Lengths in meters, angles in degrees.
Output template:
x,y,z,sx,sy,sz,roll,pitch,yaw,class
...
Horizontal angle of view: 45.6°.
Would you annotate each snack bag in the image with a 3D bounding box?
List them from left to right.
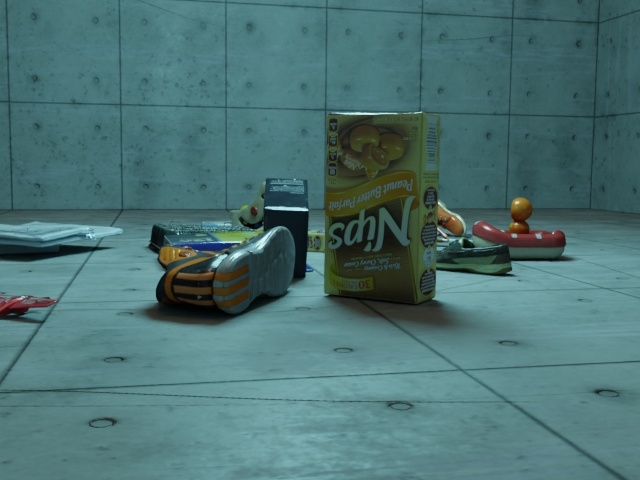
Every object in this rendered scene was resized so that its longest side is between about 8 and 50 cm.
x,y,z,sx,sy,sz,roll,pitch,yaw,class
-0.720,-0.025,1.950,0.322,0.037,0.342,3,7,22,snack bag

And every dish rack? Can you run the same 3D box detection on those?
x,y,z,sx,sy,sz,roll,pitch,yaw,class
-0.311,-0.010,2.040,0.271,0.074,0.208,0,7,-22,dish rack

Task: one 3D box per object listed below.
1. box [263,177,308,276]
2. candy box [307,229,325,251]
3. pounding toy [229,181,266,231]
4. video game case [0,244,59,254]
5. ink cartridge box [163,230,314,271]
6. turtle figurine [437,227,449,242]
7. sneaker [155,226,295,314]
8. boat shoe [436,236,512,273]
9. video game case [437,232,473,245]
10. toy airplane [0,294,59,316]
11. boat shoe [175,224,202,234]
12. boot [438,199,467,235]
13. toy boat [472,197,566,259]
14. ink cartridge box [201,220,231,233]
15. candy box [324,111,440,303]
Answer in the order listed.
x,y,z,sx,sy,sz,roll,pitch,yaw,class
-0.073,-0.028,1.580,0.093,0.156,0.158,2,28,-3,box
0.000,0.000,2.049,0.186,0.053,0.109,2,6,27,candy box
-0.175,-0.086,2.203,0.269,0.154,0.154,-12,-4,44,pounding toy
-0.868,0.005,1.991,0.299,0.036,0.329,-2,7,-30,video game case
-0.196,0.022,1.738,0.303,0.072,0.307,-1,4,-16,ink cartridge box
0.151,0.007,1.824,0.269,0.087,0.217,16,22,37,turtle figurine
-0.166,0.038,1.284,0.180,0.125,0.321,4,6,20,sneaker
0.316,0.029,1.677,0.223,0.074,0.080,6,7,39,boat shoe
0.435,-0.001,2.246,0.193,0.023,0.212,2,5,15,video game case
-0.462,0.100,1.117,0.151,0.028,0.151,-1,5,0,toy airplane
-0.400,-0.031,2.362,0.142,0.040,0.049,-4,7,-40,boat shoe
0.356,-0.058,2.237,0.084,0.059,0.158,-16,44,-38,boot
0.499,-0.032,1.923,0.230,0.151,0.151,0,5,-3,toy boat
-0.315,-0.029,2.303,0.088,0.052,0.122,-1,5,-10,ink cartridge box
0.105,-0.059,1.314,0.182,0.317,0.087,4,5,31,candy box
